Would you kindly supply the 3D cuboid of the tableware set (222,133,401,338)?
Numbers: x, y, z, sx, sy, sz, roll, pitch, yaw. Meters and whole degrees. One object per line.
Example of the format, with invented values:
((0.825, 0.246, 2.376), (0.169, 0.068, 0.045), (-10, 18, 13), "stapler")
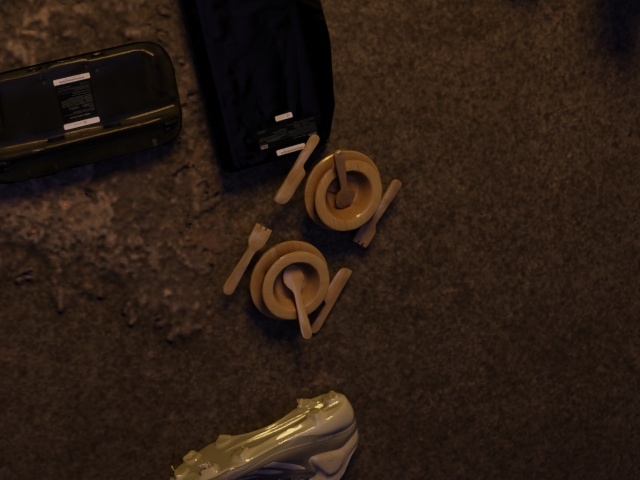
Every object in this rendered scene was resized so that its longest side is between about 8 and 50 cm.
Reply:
((0.000, 0.000, 1.258), (0.128, 0.039, 0.194), (26, 98, -32), "tableware set")

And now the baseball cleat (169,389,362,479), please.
((-0.050, 0.238, 1.292), (0.206, 0.072, 0.109), (-23, 113, -10), "baseball cleat")

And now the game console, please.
((-0.160, -0.157, 1.195), (0.361, 0.044, 0.213), (-16, 105, -17), "game console")
